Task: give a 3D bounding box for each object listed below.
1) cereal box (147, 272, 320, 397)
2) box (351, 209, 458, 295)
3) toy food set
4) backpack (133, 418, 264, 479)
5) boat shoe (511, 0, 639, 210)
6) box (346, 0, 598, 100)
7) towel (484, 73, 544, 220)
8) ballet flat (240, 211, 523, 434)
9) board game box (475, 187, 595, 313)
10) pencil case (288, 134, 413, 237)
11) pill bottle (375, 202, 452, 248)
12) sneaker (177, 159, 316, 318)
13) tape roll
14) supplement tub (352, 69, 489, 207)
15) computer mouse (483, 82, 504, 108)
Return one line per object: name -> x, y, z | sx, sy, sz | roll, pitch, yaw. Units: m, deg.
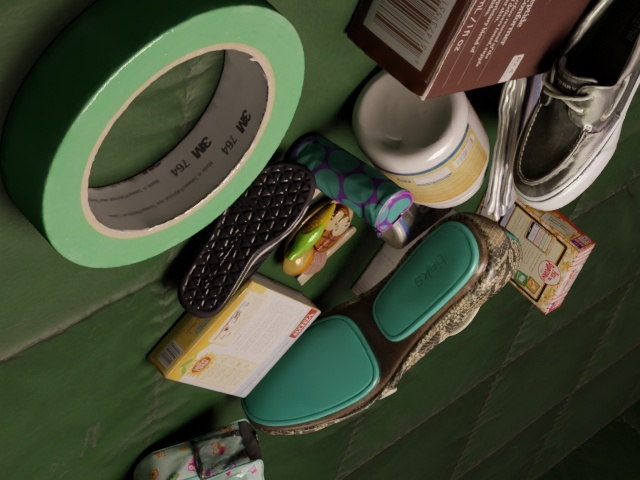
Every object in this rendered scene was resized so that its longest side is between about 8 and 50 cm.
cereal box -> -0.111, 0.127, 1.761 | 0.173, 0.047, 0.240 | -48, 156, 5
box -> 0.153, 0.038, 1.988 | 0.130, 0.091, 0.170 | 0, 129, -57
toy food set -> 0.000, 0.000, 1.753 | 0.132, 0.038, 0.192 | -44, 155, -4
backpack -> -0.174, 0.363, 1.887 | 0.188, 0.144, 0.166 | -10, 145, -8
boat shoe -> 0.320, -0.194, 1.581 | 0.119, 0.121, 0.335 | 11, 111, -53
box -> 0.226, -0.299, 1.542 | 0.381, 0.143, 0.191 | -20, 145, -46
towel -> 0.282, -0.170, 1.780 | 0.285, 0.034, 0.209 | -47, 146, -60
ballet flat -> 0.103, 0.139, 1.868 | 0.483, 0.164, 0.182 | -40, 149, 24
board game box -> 0.333, 0.002, 2.092 | 0.045, 0.193, 0.147 | -24, 148, -39
pencil case -> 0.034, -0.069, 1.570 | 0.064, 0.151, 0.070 | -45, 155, -22
pill bottle -> 0.141, -0.056, 1.842 | 0.137, 0.078, 0.078 | -38, 154, -18
sneaker -> -0.095, -0.006, 1.583 | 0.235, 0.084, 0.097 | -48, 179, 8
tape roll -> -0.159, -0.117, 1.286 | 0.321, 0.077, 0.321 | -36, 153, -22
supplement tub -> 0.134, -0.128, 1.644 | 0.144, 0.144, 0.199 | -46, 155, 1
computer mouse -> 0.249, -0.226, 1.801 | 0.071, 0.041, 0.242 | -50, 154, 10
